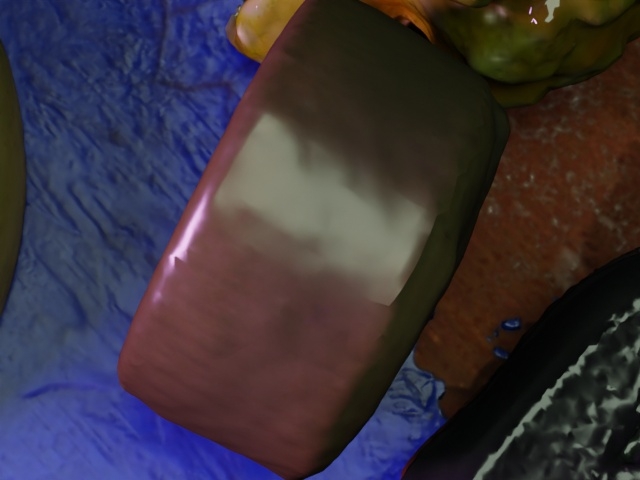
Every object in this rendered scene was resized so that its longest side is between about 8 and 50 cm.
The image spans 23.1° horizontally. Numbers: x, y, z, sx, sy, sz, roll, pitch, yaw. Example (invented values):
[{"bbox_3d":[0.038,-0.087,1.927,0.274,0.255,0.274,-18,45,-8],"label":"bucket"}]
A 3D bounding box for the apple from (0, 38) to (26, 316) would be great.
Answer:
[{"bbox_3d":[-0.383,-0.054,1.003,0.320,0.311,0.360,25,69,-49],"label":"apple"}]

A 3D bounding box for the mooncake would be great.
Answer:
[{"bbox_3d":[0.000,0.000,0.947,0.155,0.284,0.284,26,74,-2],"label":"mooncake"}]

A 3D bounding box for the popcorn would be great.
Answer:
[{"bbox_3d":[0.095,-0.247,1.028,0.321,0.290,0.325,-42,105,-18],"label":"popcorn"}]

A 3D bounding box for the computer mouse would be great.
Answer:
[{"bbox_3d":[0.184,0.141,1.030,0.183,0.116,0.323,45,82,1],"label":"computer mouse"}]
